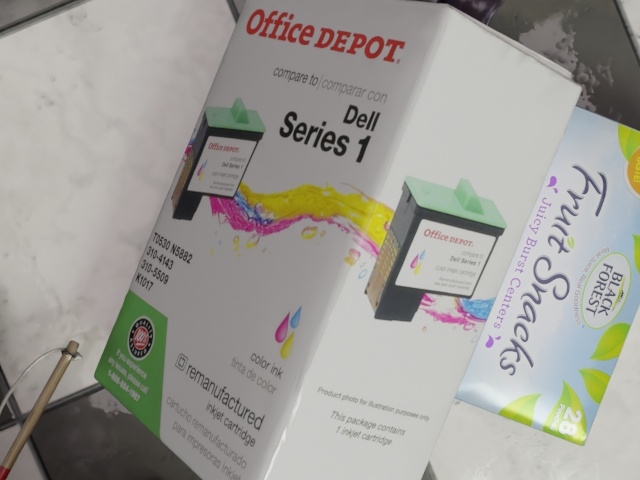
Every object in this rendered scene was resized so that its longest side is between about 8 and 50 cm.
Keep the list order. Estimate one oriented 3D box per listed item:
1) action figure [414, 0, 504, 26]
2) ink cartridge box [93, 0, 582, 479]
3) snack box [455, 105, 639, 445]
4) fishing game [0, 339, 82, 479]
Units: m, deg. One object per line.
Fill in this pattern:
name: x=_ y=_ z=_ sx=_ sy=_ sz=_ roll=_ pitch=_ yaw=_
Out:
action figure: x=0.001 y=-0.235 z=0.670 sx=0.285 sy=0.099 sz=0.185 roll=31 pitch=98 yaw=1
ink cartridge box: x=0.000 y=0.000 z=0.613 sx=0.117 sy=0.201 sz=0.278 roll=21 pitch=92 yaw=-38
snack box: x=0.128 y=0.008 z=0.694 sx=0.174 sy=0.070 sz=0.207 roll=22 pitch=93 yaw=-2
fishing game: x=-0.299 y=0.067 z=0.667 sx=0.264 sy=0.041 sz=0.189 roll=25 pitch=69 yaw=6
